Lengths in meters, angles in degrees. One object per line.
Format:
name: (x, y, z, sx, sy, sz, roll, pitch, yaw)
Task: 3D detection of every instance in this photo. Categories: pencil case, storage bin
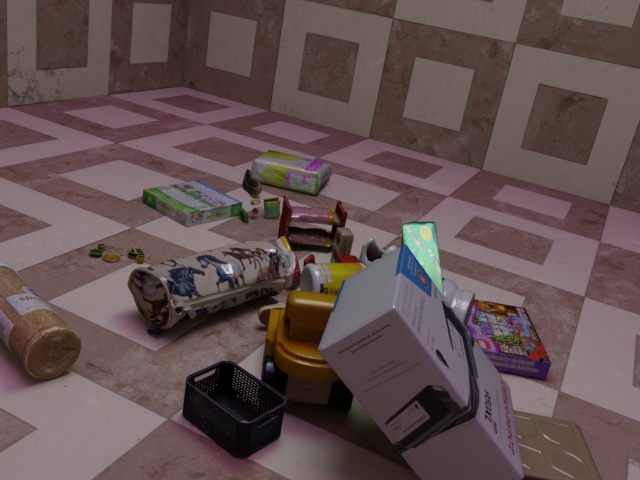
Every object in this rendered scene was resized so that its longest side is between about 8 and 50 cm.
pencil case: (-0.264, 0.108, 1.666, 0.410, 0.160, 0.183, -14, 42, -45)
storage bin: (-0.169, 0.323, 1.285, 0.180, 0.084, 0.122, 25, 26, 33)

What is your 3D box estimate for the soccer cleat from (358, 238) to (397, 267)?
soccer cleat: (0.240, 0.100, 1.913, 0.331, 0.143, 0.116, 24, 38, 35)

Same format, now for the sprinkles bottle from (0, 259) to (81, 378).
sprinkles bottle: (-0.649, 0.160, 1.420, 0.121, 0.121, 0.355, -13, 32, -44)

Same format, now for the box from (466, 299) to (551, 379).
box: (0.478, 0.254, 1.773, 0.201, 0.057, 0.293, 9, 22, -1)

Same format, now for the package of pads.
package of pads: (-0.122, -0.287, 2.765, 0.296, 0.101, 0.229, 14, 21, 10)

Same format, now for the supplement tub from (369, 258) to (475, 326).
supplement tub: (0.238, 0.171, 1.691, 0.272, 0.191, 0.191, 17, 23, 18)

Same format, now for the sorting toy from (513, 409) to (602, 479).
sorting toy: (0.450, 0.448, 1.324, 0.229, 0.041, 0.307, 15, 22, 0)

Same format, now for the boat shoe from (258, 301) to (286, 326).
boat shoe: (-0.090, 0.186, 1.689, 0.170, 0.063, 0.059, 7, 18, -34)

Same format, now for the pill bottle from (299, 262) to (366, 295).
pill bottle: (0.059, 0.120, 1.832, 0.215, 0.117, 0.117, 0, 24, -23)

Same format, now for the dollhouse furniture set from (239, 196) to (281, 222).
dollhouse furniture set: (-0.203, -0.104, 2.320, 0.151, 0.076, 0.058, -10, 25, -19)

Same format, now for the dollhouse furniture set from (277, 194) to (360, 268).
dollhouse furniture set: (0.000, 0.000, 2.050, 0.201, 0.152, 0.374, 4, 23, -15)

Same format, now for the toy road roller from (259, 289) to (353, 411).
toy road roller: (-0.013, 0.199, 1.445, 0.202, 0.240, 0.329, 9, 22, -4)

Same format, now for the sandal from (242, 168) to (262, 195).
sandal: (-0.261, -0.221, 2.593, 0.049, 0.072, 0.180, 15, 18, -34)

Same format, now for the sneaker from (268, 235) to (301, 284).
sneaker: (-0.116, 0.070, 1.950, 0.092, 0.088, 0.225, -18, 29, -12)

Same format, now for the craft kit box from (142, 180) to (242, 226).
craft kit box: (-0.447, -0.134, 2.313, 0.250, 0.061, 0.246, 26, 24, 34)

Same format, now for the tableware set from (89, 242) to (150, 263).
tableware set: (-0.571, 0.035, 1.885, 0.154, 0.024, 0.104, 14, 23, 7)

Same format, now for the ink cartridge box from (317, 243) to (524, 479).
ink cartridge box: (0.196, 0.245, 1.234, 0.395, 0.166, 0.285, 53, 22, -12)

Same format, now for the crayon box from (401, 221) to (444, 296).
crayon box: (0.231, 0.115, 1.508, 0.081, 0.165, 0.278, -2, 52, 4)
